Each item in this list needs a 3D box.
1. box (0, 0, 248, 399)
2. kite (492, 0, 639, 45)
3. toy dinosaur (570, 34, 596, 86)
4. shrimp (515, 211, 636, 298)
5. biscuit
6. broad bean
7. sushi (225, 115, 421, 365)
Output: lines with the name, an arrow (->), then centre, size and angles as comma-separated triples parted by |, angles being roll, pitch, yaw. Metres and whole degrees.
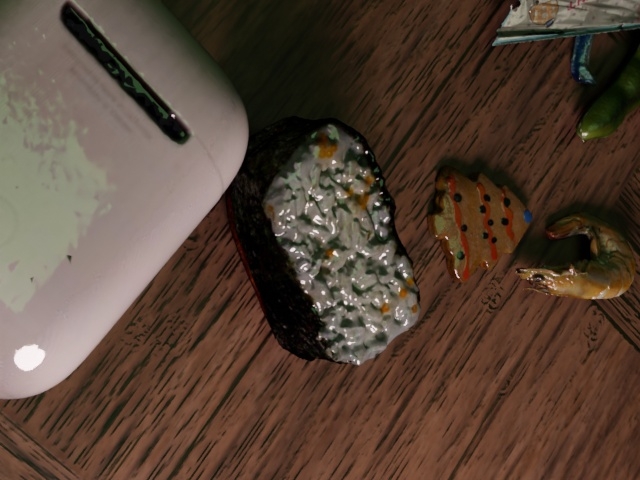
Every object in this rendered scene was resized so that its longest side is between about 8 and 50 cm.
box -> -0.233, -0.069, 1.222 | 0.288, 0.141, 0.349 | 47, 64, -19
kite -> 0.327, -0.336, 1.559 | 0.406, 0.014, 0.368 | -48, 130, 5
toy dinosaur -> 0.290, -0.353, 1.621 | 0.147, 0.076, 0.362 | -21, 104, -20
shrimp -> 0.267, 0.014, 1.593 | 0.162, 0.045, 0.095 | 2, 85, -31
biscuit -> 0.164, -0.021, 1.545 | 0.130, 0.019, 0.119 | -8, 90, -33
broad bean -> 0.337, -0.184, 1.656 | 0.226, 0.039, 0.069 | -60, 137, -23
sushi -> 0.000, 0.000, 1.377 | 0.136, 0.126, 0.225 | -29, 103, -31
